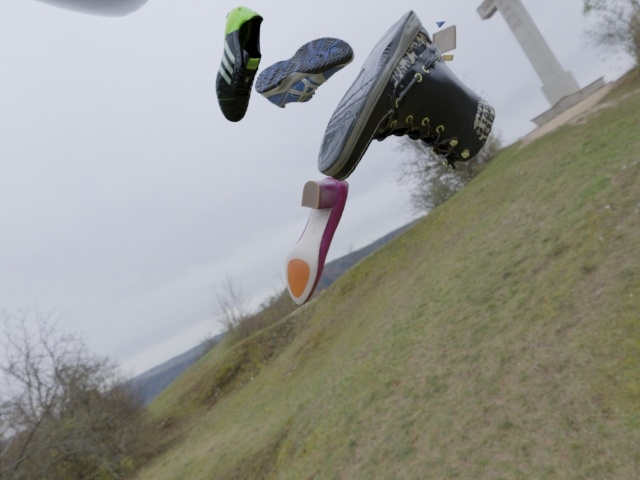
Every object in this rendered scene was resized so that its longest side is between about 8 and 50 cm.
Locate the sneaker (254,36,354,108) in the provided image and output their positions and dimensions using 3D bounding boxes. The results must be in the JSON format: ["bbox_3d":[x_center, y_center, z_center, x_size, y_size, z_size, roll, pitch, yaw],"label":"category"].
[{"bbox_3d":[-0.026,-0.331,0.848,0.211,0.080,0.081,-13,-28,26],"label":"sneaker"}]

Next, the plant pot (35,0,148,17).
[{"bbox_3d":[-0.218,-0.282,0.340,0.215,0.215,0.230,-26,5,-1],"label":"plant pot"}]

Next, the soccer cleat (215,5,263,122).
[{"bbox_3d":[-0.127,-0.273,0.677,0.060,0.072,0.179,-13,-53,-38],"label":"soccer cleat"}]

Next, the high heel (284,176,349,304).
[{"bbox_3d":[0.000,0.000,0.806,0.082,0.244,0.117,14,15,34],"label":"high heel"}]

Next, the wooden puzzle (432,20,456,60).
[{"bbox_3d":[0.351,-0.563,1.203,0.014,0.116,0.078,-3,10,-43],"label":"wooden puzzle"}]

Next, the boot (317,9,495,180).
[{"bbox_3d":[0.114,-0.135,0.509,0.085,0.178,0.236,-12,47,61],"label":"boot"}]
